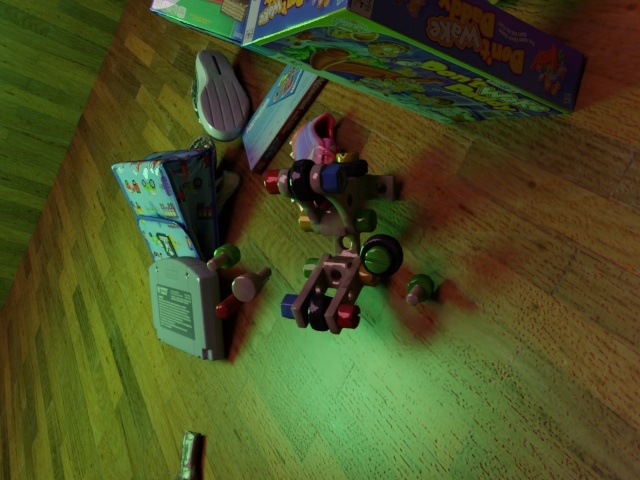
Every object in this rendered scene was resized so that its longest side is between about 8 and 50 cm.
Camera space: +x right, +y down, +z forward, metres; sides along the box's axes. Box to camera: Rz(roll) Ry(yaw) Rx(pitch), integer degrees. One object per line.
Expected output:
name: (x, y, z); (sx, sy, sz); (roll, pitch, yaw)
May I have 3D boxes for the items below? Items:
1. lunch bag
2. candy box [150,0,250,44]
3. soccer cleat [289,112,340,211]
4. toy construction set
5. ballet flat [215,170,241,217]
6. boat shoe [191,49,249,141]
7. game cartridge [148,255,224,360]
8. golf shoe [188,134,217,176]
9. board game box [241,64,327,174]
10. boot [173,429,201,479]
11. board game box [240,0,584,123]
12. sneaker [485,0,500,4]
lunch bag: (-0.325, -0.050, 1.581); (0.221, 0.138, 0.293); (4, 112, 46)
candy box: (-0.207, -0.630, 1.614); (0.122, 0.268, 0.317); (-13, -56, -78)
soccer cleat: (0.000, -0.123, 1.228); (0.095, 0.083, 0.248); (-41, 40, 31)
toy construction set: (0.000, 0.000, 1.070); (0.309, 0.257, 0.237); (-26, 6, 28)
ballet flat: (-0.241, -0.095, 1.596); (0.168, 0.052, 0.057); (-54, 36, 25)
boat shoe: (-0.247, -0.328, 1.694); (0.335, 0.121, 0.119); (-104, 26, -44)
game cartridge: (-0.287, 0.133, 1.483); (0.297, 0.062, 0.198); (5, 96, 57)
golf shoe: (-0.273, -0.198, 1.645); (0.176, 0.069, 0.086); (110, 174, -53)
board game box: (-0.077, -0.286, 1.474); (0.281, 0.027, 0.145); (-51, 38, 29)
boot: (-0.272, 0.437, 1.373); (0.106, 0.037, 0.114); (-27, 55, 31)
board game box: (0.112, -0.234, 0.856); (0.233, 0.347, 0.078); (9, 86, 58)
sneaker: (0.200, -0.430, 1.082); (0.296, 0.112, 0.131); (22, 81, 51)
